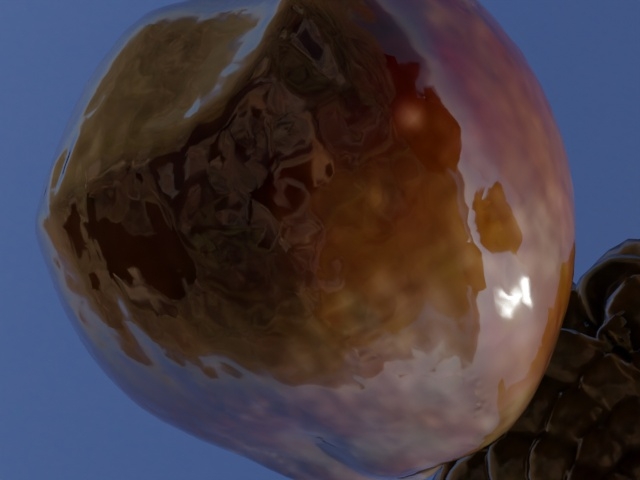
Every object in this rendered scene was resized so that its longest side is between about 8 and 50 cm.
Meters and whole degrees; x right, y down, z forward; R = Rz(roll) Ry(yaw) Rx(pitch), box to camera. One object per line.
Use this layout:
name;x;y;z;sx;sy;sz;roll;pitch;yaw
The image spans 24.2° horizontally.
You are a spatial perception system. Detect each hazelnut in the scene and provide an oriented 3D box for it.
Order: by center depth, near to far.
hazelnut;0.000;0.000;0.397;0.154;0.143;0.143;-13;-109;58

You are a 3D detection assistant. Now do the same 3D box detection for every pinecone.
pinecone;0.120;0.074;0.473;0.174;0.174;0.173;-9;-105;37
